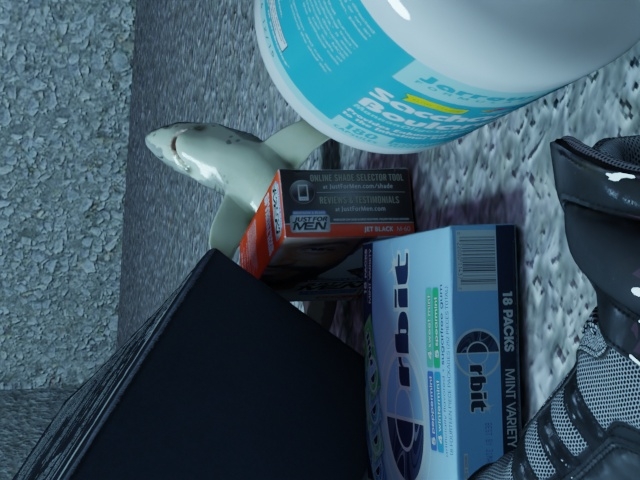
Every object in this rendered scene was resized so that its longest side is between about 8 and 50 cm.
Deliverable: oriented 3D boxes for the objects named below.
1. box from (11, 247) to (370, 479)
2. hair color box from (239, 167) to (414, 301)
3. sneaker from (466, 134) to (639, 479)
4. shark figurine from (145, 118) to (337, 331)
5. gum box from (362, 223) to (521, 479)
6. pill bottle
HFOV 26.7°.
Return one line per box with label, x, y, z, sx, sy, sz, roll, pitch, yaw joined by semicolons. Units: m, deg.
box;-0.128;0.214;0.934;0.294;0.182;0.296;-44;13;49
hair color box;0.000;0.000;0.971;0.167;0.093;0.053;122;144;-67
sneaker;0.113;0.044;0.467;0.268;0.101;0.153;145;117;-67
shark figurine;-0.023;0.012;1.121;0.116;0.166;0.278;36;-146;-74
gum box;0.067;0.074;0.802;0.184;0.041;0.157;168;101;-77
pill bottle;0.063;-0.126;0.587;0.264;0.146;0.146;159;110;-76
